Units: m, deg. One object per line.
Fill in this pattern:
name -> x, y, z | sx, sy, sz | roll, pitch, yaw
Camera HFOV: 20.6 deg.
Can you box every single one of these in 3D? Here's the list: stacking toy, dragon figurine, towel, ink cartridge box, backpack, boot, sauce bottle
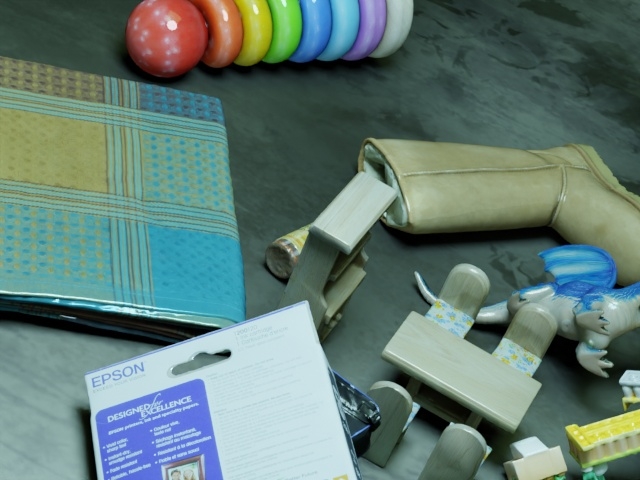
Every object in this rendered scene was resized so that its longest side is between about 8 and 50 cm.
stacking toy -> -0.063, -0.242, 1.953 | 0.330, 0.141, 0.141 | -17, 52, -31
dragon figurine -> 0.248, 0.060, 1.749 | 0.289, 0.085, 0.144 | 5, 27, 30
towel -> -0.211, -0.044, 1.707 | 0.271, 0.040, 0.370 | 11, 38, -16
ink cartridge box -> -0.080, 0.165, 1.438 | 0.206, 0.045, 0.208 | -18, 48, 3
backpack -> -0.022, 0.157, 1.521 | 0.114, 0.084, 0.105 | 41, 47, 22
boot -> 0.201, -0.025, 1.853 | 0.270, 0.089, 0.236 | -1, 33, -27
sauce bottle -> 0.000, 0.000, 1.754 | 0.042, 0.042, 0.128 | 40, 40, 21

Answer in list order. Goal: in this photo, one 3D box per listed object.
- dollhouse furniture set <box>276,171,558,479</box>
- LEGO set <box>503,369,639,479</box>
dollhouse furniture set -> 0.092, 0.077, 1.609 | 0.242, 0.161, 0.212 | 30, 38, 9
LEGO set -> 0.301, 0.194, 1.656 | 0.132, 0.107, 0.287 | 7, 28, 42
